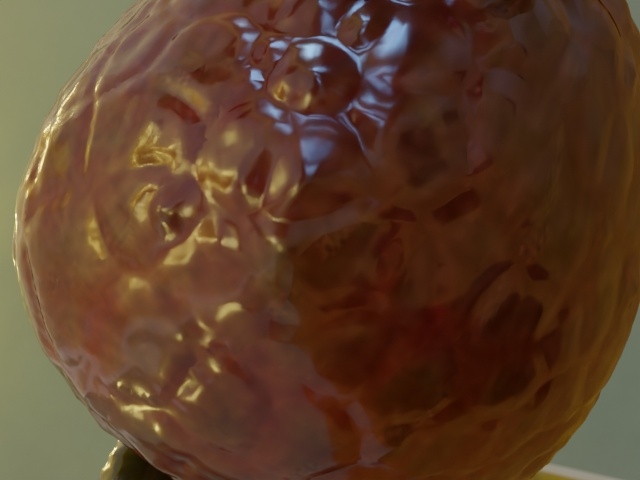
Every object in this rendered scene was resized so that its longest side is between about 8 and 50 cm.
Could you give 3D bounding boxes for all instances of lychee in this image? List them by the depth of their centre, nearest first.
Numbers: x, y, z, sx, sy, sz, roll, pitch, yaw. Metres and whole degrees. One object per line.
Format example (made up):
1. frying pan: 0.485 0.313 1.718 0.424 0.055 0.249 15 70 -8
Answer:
1. lychee: 0.000 0.000 0.523 0.300 0.255 0.255 -42 8 18
